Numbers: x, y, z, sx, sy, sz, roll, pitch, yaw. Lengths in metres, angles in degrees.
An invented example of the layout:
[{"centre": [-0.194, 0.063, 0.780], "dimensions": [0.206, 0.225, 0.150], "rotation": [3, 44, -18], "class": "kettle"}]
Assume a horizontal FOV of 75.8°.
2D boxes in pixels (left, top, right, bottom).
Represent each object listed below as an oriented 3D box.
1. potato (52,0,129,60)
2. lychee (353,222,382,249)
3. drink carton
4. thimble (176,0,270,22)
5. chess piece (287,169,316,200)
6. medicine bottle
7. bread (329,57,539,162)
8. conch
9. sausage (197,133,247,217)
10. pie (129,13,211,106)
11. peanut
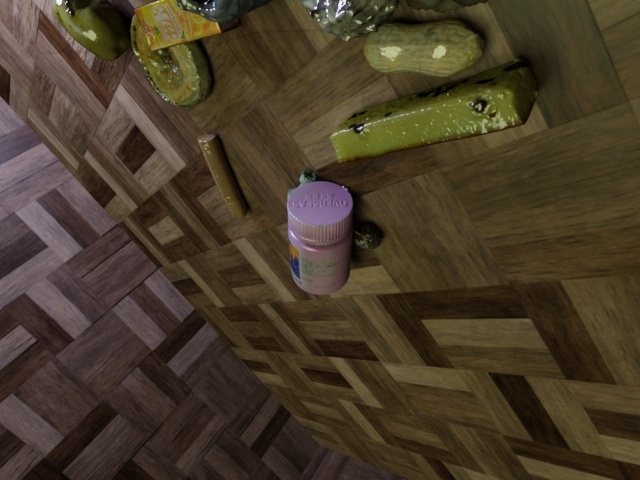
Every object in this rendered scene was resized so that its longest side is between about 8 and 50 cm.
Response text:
[{"centre": [-0.612, -0.582, 1.112], "dimensions": [0.200, 0.154, 0.137], "rotation": [40, 130, 2], "class": "potato"}, {"centre": [0.124, -0.011, 1.093], "dimensions": [0.083, 0.067, 0.068], "rotation": [33, 169, -20], "class": "lychee"}, {"centre": [-0.303, -0.501, 0.925], "dimensions": [0.223, 0.071, 0.096], "rotation": [2, 126, 29], "class": "drink carton"}, {"centre": [-0.178, -0.526, 0.731], "dimensions": [0.205, 0.172, 0.236], "rotation": [39, 148, 9], "class": "thimble"}, {"centre": [-0.047, -0.143, 1.126], "dimensions": [0.067, 0.067, 0.103], "rotation": [37, 138, 7], "class": "chess piece"}, {"centre": [0.000, 0.000, 1.129], "dimensions": [0.178, 0.178, 0.291], "rotation": [26, 144, 22], "class": "medicine bottle"}, {"centre": [0.186, -0.221, 0.736], "dimensions": [0.361, 0.138, 0.077], "rotation": [-2, 125, 45], "class": "bread"}, {"centre": [0.101, -0.379, 0.562], "dimensions": [0.313, 0.241, 0.186], "rotation": [13, 152, 17], "class": "conch"}, {"centre": [-0.308, -0.198, 1.322], "dimensions": [0.065, 0.066, 0.301], "rotation": [15, 136, 34], "class": "sausage"}, {"centre": [-0.405, -0.481, 1.107], "dimensions": [0.274, 0.055, 0.274], "rotation": [26, 143, 22], "class": "pie"}, {"centre": [0.165, -0.321, 0.689], "dimensions": [0.206, 0.087, 0.087], "rotation": [18, 139, 32], "class": "peanut"}]
